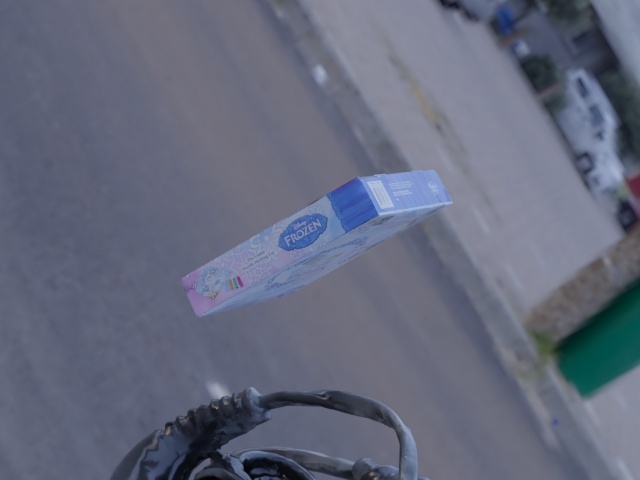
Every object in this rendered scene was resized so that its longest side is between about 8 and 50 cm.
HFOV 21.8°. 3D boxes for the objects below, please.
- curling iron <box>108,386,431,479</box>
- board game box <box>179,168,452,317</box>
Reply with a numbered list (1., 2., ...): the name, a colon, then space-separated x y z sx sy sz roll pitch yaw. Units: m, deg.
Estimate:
1. curling iron: -0.026 0.108 0.228 0.274 0.068 0.035 -74 145 -57
2. board game box: 0.000 0.000 0.689 0.020 0.090 0.090 62 22 7
